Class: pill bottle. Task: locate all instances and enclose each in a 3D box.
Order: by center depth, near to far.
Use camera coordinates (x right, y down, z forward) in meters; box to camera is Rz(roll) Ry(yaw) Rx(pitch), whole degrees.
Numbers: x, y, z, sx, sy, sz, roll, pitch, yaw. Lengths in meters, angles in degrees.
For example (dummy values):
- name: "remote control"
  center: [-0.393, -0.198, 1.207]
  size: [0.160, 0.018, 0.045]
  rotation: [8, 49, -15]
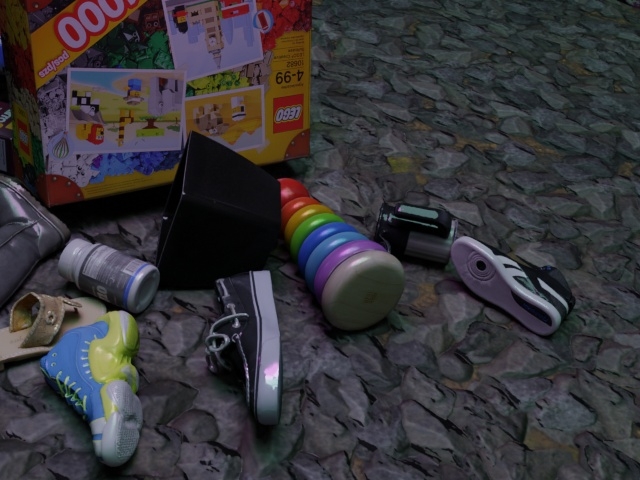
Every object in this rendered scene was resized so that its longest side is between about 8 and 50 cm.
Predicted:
- name: "pill bottle"
  center: [-0.321, 0.051, 1.308]
  size: [0.137, 0.078, 0.078]
  rotation: [21, 39, 14]

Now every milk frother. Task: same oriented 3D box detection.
- name: "milk frother"
  center: [0.155, 0.014, 1.469]
  size: [0.135, 0.129, 0.143]
  rotation: [12, 81, 3]

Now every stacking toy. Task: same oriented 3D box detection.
- name: "stacking toy"
  center: [0.000, 0.000, 1.422]
  size: [0.141, 0.141, 0.330]
  rotation: [-11, 37, -25]

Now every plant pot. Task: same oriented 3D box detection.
- name: "plant pot"
  center: [-0.159, -0.035, 1.384]
  size: [0.167, 0.188, 0.187]
  rotation: [14, 36, -14]

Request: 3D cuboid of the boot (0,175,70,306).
- name: "boot"
  center: [-0.509, 0.004, 1.318]
  size: [0.190, 0.076, 0.208]
  rotation: [33, 47, 7]

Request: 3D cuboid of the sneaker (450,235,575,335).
- name: "sneaker"
  center: [0.325, 0.059, 1.449]
  size: [0.217, 0.079, 0.121]
  rotation: [42, 42, 14]

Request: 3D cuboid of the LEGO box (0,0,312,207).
- name: "LEGO box"
  center: [-0.273, -0.300, 1.490]
  size: [0.500, 0.372, 0.193]
  rotation: [-15, 29, -32]

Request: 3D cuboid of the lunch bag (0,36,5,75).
- name: "lunch bag"
  center: [-0.571, -0.437, 1.748]
  size: [0.328, 0.238, 0.385]
  rotation: [27, 34, 17]

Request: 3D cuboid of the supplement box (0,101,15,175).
- name: "supplement box"
  center: [-0.607, -0.198, 1.554]
  size: [0.188, 0.080, 0.104]
  rotation: [17, 38, 8]

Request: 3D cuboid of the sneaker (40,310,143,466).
- name: "sneaker"
  center: [-0.304, 0.200, 1.137]
  size: [0.126, 0.091, 0.240]
  rotation: [-11, 40, 2]

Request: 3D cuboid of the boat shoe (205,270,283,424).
- name: "boat shoe"
  center: [-0.111, 0.142, 1.217]
  size: [0.105, 0.113, 0.306]
  rotation: [-3, 37, -7]

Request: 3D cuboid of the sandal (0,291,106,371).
- name: "sandal"
  center: [-0.403, 0.113, 1.209]
  size: [0.240, 0.079, 0.088]
  rotation: [-24, 49, -37]
